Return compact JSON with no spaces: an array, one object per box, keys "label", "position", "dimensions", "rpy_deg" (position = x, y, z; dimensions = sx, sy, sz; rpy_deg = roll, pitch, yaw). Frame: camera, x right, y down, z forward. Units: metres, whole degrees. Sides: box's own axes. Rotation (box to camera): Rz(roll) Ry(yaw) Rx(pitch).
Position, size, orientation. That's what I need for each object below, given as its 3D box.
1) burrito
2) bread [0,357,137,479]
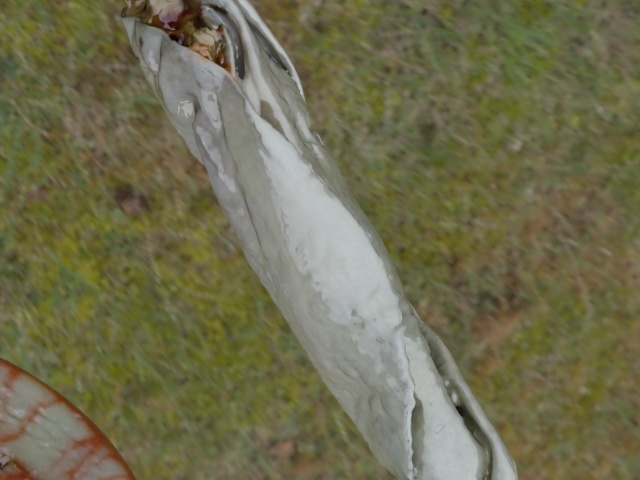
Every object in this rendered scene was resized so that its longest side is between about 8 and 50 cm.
[{"label":"burrito","position":[0.000,0.000,1.013],"dimensions":[0.076,0.117,0.392],"rpy_deg":[-30,87,-13]},{"label":"bread","position":[-0.267,0.212,1.233],"dimensions":[0.327,0.295,0.114],"rpy_deg":[39,130,1]}]
